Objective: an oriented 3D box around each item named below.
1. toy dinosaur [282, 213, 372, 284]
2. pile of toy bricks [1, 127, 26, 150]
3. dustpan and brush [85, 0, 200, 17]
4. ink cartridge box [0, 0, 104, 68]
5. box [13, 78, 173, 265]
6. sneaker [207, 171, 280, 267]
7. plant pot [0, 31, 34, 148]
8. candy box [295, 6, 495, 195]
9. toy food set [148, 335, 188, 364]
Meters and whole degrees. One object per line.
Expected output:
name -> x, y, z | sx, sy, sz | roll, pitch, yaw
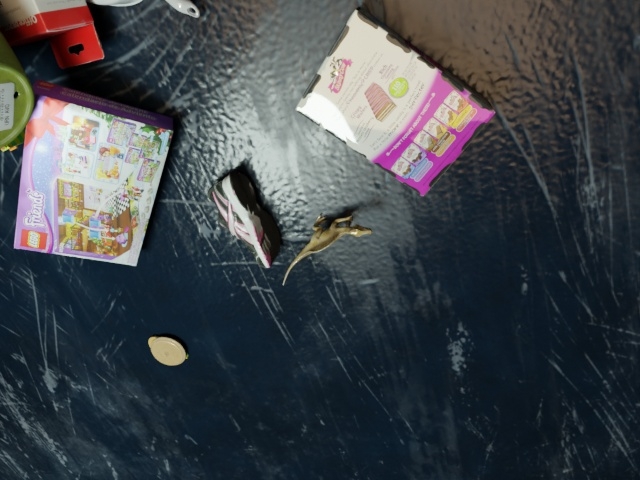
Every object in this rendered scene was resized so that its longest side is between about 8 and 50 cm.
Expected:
toy dinosaur -> 0.000, 0.000, 0.791 | 0.183, 0.092, 0.053 | -30, 109, 23
pile of toy bricks -> -0.505, -0.182, 0.773 | 0.118, 0.105, 0.212 | -19, 114, 19
dustpan and brush -> -0.270, -0.375, 0.657 | 0.211, 0.060, 0.147 | 36, 133, 0
ink cartridge box -> -0.413, -0.359, 0.653 | 0.134, 0.078, 0.230 | 5, 122, 34
box -> -0.384, -0.096, 0.786 | 0.201, 0.057, 0.293 | 12, 123, -26
sneaker -> -0.135, -0.032, 0.822 | 0.077, 0.072, 0.178 | -14, 108, 30
plant pot -> -0.536, -0.248, 0.605 | 0.294, 0.275, 0.274 | 36, 120, 8
candy box -> 0.105, -0.196, 0.676 | 0.234, 0.071, 0.159 | 33, 119, -9
toy food set -> -0.335, 0.243, 1.028 | 0.084, 0.020, 0.082 | -9, 117, 14
